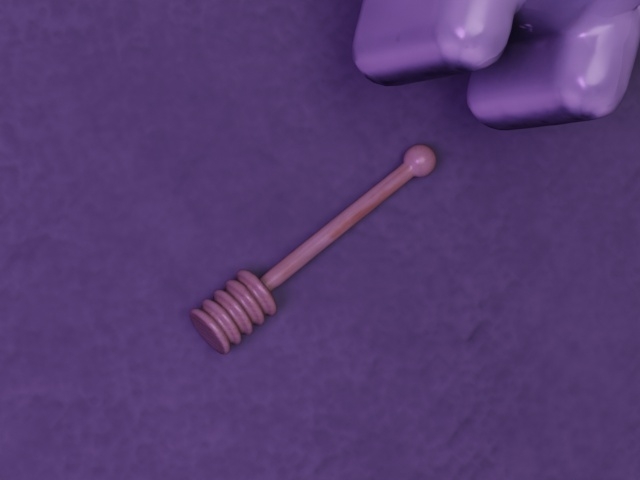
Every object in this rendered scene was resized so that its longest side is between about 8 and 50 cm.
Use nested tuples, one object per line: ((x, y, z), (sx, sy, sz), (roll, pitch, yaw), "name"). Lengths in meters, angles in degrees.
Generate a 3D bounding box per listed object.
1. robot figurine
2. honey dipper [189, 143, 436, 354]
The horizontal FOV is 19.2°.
((0.122, -0.237, 0.958), (0.300, 0.199, 0.354), (21, 81, -28), "robot figurine")
((0.000, 0.000, 0.999), (0.160, 0.030, 0.030), (-39, 96, -19), "honey dipper")
